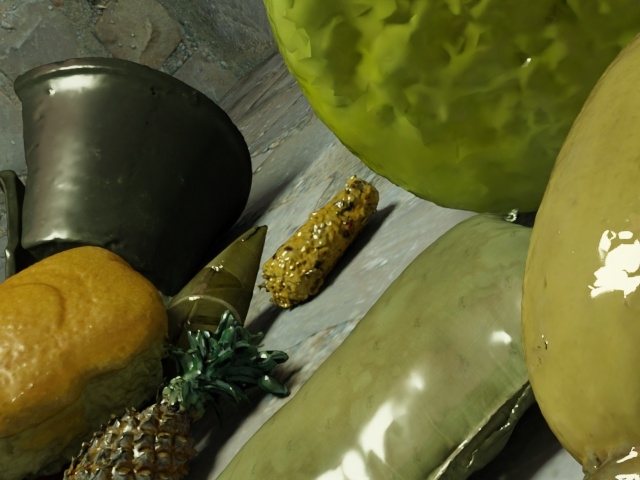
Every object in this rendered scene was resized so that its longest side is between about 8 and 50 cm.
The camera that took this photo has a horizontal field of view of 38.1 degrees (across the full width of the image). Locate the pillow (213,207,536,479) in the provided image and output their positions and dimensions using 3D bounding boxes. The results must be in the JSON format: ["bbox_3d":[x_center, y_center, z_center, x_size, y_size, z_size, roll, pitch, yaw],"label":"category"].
[{"bbox_3d":[0.039,0.094,0.514,0.302,0.075,0.185,-45,18,-6],"label":"pillow"}]

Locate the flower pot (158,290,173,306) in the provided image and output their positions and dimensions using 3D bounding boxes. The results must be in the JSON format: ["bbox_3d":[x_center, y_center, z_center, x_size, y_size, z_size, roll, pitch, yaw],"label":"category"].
[{"bbox_3d":[-0.258,0.118,1.066,0.235,0.140,0.235,-41,14,12],"label":"flower pot"}]

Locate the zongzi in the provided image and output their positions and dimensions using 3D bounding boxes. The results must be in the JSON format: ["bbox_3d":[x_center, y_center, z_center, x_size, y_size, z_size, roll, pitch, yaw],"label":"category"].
[{"bbox_3d":[-0.127,0.076,0.925,0.160,0.078,0.176,-23,40,47],"label":"zongzi"}]

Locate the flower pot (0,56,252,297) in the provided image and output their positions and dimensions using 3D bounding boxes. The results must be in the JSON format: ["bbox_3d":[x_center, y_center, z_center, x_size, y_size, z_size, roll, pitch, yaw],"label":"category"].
[{"bbox_3d":[-0.277,-0.021,1.237,0.379,0.379,0.251,-32,38,32],"label":"flower pot"}]

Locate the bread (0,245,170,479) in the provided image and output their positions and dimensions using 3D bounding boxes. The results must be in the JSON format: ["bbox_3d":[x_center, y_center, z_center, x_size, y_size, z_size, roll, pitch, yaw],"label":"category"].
[{"bbox_3d":[-0.249,0.106,0.789,0.245,0.121,0.174,-31,50,-22],"label":"bread"}]

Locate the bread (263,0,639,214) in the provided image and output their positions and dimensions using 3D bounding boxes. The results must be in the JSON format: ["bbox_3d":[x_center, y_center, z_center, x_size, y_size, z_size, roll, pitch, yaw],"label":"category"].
[{"bbox_3d":[0.120,-0.199,0.662,0.348,0.348,0.308,-37,27,19],"label":"bread"}]

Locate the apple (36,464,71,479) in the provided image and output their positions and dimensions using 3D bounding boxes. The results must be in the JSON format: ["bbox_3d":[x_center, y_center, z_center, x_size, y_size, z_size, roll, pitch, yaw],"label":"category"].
[{"bbox_3d":[-0.272,0.187,0.894,0.163,0.139,0.163,-2,43,2],"label":"apple"}]

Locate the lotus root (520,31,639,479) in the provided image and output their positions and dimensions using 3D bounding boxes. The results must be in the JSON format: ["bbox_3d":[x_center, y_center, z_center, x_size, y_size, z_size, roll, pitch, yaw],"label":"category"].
[{"bbox_3d":[0.172,-0.024,0.380,0.146,0.131,0.303,11,51,38],"label":"lotus root"}]

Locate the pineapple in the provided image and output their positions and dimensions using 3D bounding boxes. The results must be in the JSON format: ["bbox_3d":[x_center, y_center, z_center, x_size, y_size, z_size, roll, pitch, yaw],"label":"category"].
[{"bbox_3d":[-0.120,0.153,0.732,0.221,0.083,0.103,-49,28,-23],"label":"pineapple"}]

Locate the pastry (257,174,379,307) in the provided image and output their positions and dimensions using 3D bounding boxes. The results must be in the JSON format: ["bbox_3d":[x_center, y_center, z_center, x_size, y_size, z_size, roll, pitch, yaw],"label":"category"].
[{"bbox_3d":[0.000,0.000,0.901,0.140,0.056,0.080,-53,7,-28],"label":"pastry"}]
